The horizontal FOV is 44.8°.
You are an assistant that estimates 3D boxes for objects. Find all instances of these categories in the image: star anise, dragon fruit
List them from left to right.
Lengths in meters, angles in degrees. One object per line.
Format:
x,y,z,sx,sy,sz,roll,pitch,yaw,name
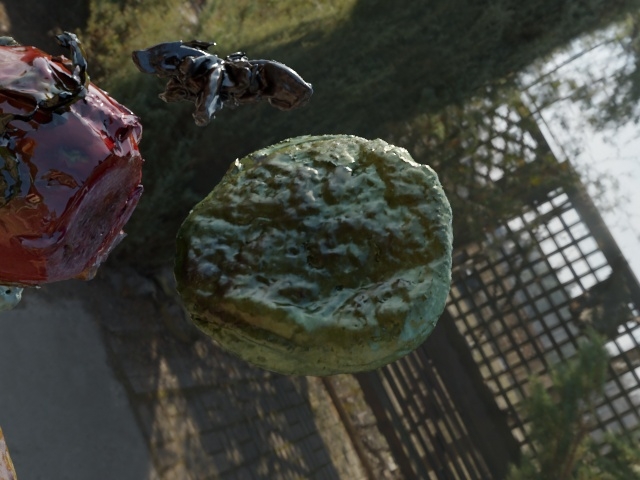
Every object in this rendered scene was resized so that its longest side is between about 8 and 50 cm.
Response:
-0.335,-0.094,0.768,0.291,0.250,0.269,33,-7,6,dragon fruit
-0.143,-0.233,1.156,0.212,0.282,0.129,16,-73,57,star anise

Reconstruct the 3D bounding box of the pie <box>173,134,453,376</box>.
0.000,0.000,0.734,0.078,0.277,0.277,78,-9,-60,pie

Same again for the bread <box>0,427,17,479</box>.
-0.557,0.398,1.123,0.277,0.167,0.324,69,-3,-65,bread

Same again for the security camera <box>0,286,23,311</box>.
-0.687,0.033,1.497,0.197,0.191,0.277,-57,145,-29,security camera
